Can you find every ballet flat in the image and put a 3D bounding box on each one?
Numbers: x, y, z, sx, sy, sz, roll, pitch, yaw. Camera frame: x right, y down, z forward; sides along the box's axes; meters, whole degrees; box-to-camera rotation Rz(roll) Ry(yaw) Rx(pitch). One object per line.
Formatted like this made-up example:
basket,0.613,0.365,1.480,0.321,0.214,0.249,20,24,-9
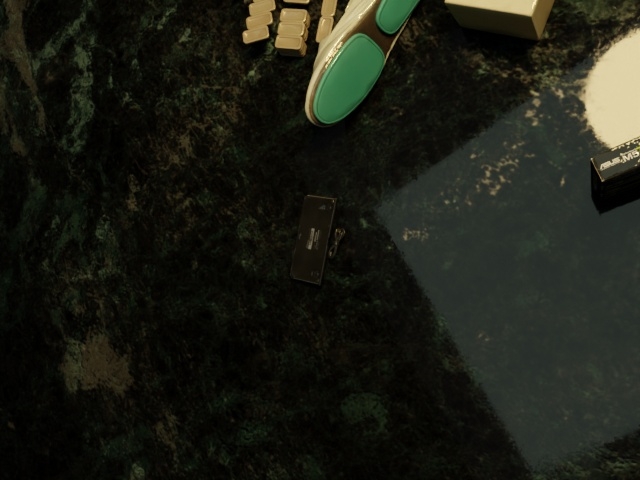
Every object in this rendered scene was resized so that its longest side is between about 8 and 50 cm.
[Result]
ballet flat,0.078,-0.406,1.070,0.139,0.139,0.400,35,97,25

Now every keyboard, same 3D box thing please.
keyboard,0.000,0.000,1.116,0.108,0.023,0.180,11,91,33

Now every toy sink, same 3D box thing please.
toy sink,0.336,-0.485,0.932,0.153,0.131,0.234,22,100,26

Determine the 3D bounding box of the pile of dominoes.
pile of dominoes,-0.052,-0.525,1.180,0.196,0.040,0.250,9,85,15

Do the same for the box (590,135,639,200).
box,0.494,-0.126,0.790,0.191,0.184,0.045,-25,77,23

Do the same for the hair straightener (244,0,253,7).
hair straightener,-0.107,-0.624,1.223,0.089,0.047,0.230,36,96,7
